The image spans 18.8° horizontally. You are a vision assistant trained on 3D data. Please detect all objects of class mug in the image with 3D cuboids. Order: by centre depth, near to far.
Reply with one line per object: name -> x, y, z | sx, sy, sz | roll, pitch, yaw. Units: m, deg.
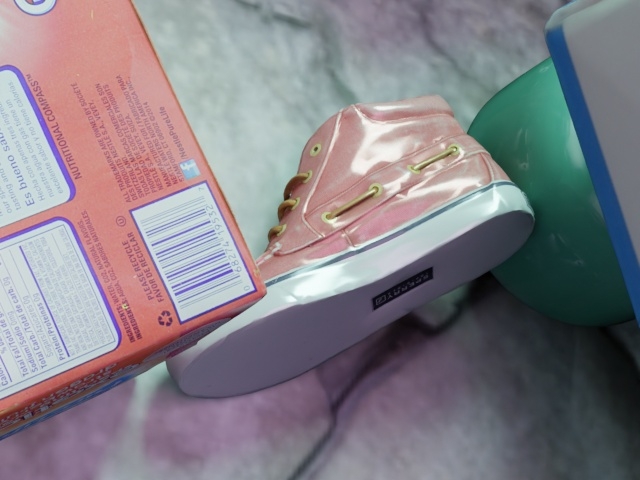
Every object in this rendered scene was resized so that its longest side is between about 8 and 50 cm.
mug -> 0.155, -0.027, 0.907 | 0.157, 0.097, 0.129 | 19, 67, -19

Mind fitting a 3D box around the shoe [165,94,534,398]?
shoe -> 0.000, 0.000, 0.852 | 0.178, 0.063, 0.081 | -26, 61, -15

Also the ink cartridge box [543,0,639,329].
ink cartridge box -> 0.306, 0.007, 0.842 | 0.395, 0.166, 0.285 | -7, 76, -50

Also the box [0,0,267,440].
box -> -0.168, -0.069, 0.741 | 0.154, 0.142, 0.300 | -24, 86, -29
